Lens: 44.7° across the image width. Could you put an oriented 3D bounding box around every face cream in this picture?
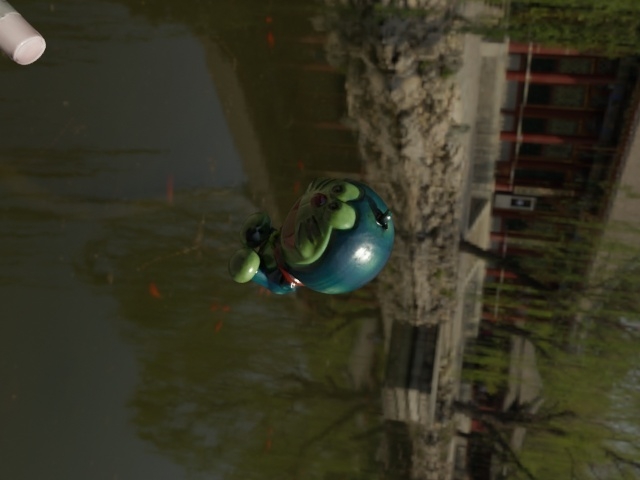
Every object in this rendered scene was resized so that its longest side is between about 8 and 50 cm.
[{"bbox_3d":[-0.604,-0.425,1.363,0.073,0.269,0.107,-46,-175,0],"label":"face cream"}]

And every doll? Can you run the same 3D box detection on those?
[{"bbox_3d":[0.000,0.001,1.351,0.186,0.322,0.198,37,55,-30],"label":"doll"}]
